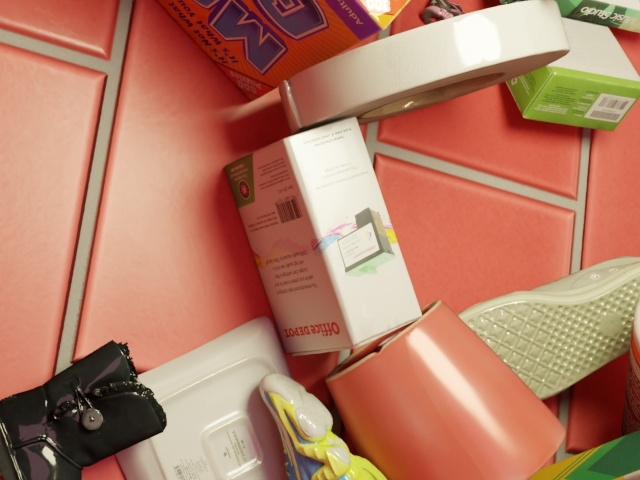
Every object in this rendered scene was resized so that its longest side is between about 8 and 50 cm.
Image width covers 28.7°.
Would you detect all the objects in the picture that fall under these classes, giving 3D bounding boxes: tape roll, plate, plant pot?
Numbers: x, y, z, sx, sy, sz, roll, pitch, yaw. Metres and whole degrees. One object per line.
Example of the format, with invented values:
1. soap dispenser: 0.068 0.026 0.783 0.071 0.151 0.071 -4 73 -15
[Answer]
1. tape roll: 0.135 -0.224 1.664 0.392 0.392 0.072 -17 91 -30
2. plate: -0.121 0.274 1.639 0.278 0.045 0.277 -24 95 -29
3. plant pot: 0.152 0.231 1.687 0.275 0.275 0.243 -34 89 -29

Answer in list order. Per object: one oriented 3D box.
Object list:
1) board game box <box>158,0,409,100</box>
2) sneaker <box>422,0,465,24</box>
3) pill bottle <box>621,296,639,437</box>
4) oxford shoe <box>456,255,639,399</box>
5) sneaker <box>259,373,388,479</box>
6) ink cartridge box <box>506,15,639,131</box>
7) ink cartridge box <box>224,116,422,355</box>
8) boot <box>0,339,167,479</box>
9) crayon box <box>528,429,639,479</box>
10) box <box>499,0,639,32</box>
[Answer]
1. board game box: -0.028 -0.463 1.626 0.356 0.356 0.356 46 63 -15
2. sneaker: 0.213 -0.338 1.926 0.119 0.047 0.057 33 57 -22
3. pill bottle: 0.555 0.235 1.818 0.224 0.224 0.392 -44 147 -27
4. oxford shoe: 0.352 0.131 1.887 0.449 0.130 0.169 -18 104 -15
5. sneaker: -0.021 0.290 1.614 0.240 0.126 0.091 47 16 16
6. ink cartridge box: 0.374 -0.304 1.987 0.188 0.097 0.255 5 46 -28
7. ink cartridge box: 0.000 0.000 1.657 0.117 0.201 0.278 -19 92 -28
8. boot: -0.275 0.265 1.503 0.207 0.094 0.247 -24 88 -15
9. crayon box: 0.430 0.391 1.796 0.203 0.323 0.083 39 44 -19
10. box: 0.405 -0.461 2.007 0.321 0.058 0.232 5 62 -27
